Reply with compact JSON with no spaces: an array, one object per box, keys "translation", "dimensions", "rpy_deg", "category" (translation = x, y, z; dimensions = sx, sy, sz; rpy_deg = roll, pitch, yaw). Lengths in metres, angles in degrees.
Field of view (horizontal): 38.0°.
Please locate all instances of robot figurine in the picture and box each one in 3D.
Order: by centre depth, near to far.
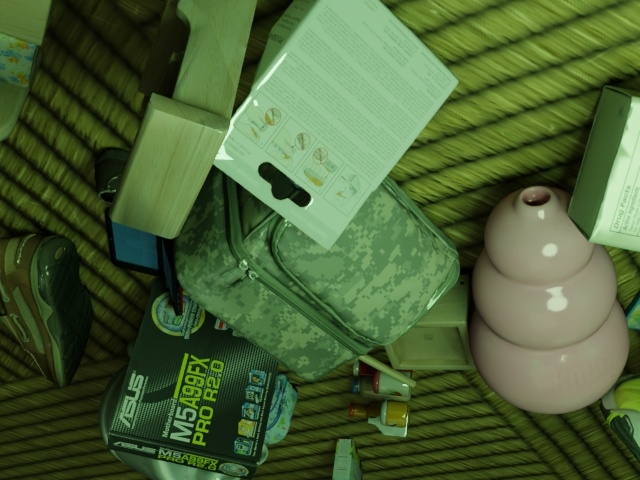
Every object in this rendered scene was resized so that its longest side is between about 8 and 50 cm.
[{"translation":[-0.236,0.298,1.532],"dimensions":[0.354,0.200,0.299],"rpy_deg":[6,115,52],"category":"robot figurine"}]

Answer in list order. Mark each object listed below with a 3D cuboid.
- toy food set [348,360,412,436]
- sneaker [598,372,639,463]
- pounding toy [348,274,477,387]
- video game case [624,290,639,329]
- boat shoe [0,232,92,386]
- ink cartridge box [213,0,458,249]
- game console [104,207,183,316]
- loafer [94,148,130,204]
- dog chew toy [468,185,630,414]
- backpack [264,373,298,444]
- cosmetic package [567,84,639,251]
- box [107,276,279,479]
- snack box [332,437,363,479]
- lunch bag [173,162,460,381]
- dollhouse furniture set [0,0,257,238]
[{"translation":[0.092,0.254,1.508],"dimensions":[0.105,0.111,0.232],"rpy_deg":[4,174,8],"category":"toy food set"},{"translation":[0.495,0.209,1.256],"dimensions":[0.147,0.145,0.385],"rpy_deg":[-44,164,28],"category":"sneaker"},{"translation":[0.128,0.133,1.370],"dimensions":[0.206,0.094,0.181],"rpy_deg":[-2,141,18],"category":"pounding toy"},{"translation":[0.522,0.100,1.301],"dimensions":[0.166,0.015,0.119],"rpy_deg":[10,143,0],"category":"video game case"},{"translation":[-0.438,0.103,1.454],"dimensions":[0.120,0.122,0.324],"rpy_deg":[12,135,6],"category":"boat shoe"},{"translation":[0.008,-0.136,0.962],"dimensions":[0.189,0.066,0.232],"rpy_deg":[37,94,-32],"category":"ink cartridge box"},{"translation":[-0.253,0.034,1.340],"dimensions":[0.085,0.124,0.144],"rpy_deg":[-12,146,-15],"category":"game console"},{"translation":[-0.209,-0.036,1.239],"dimensions":[0.220,0.078,0.080],"rpy_deg":[28,139,-22],"category":"loafer"},{"translation":[0.284,0.069,1.175],"dimensions":[0.207,0.206,0.331],"rpy_deg":[-2,134,15],"category":"dog chew toy"},{"translation":[-0.103,0.290,1.609],"dimensions":[0.105,0.114,0.084],"rpy_deg":[-10,138,26],"category":"backpack"},{"translation":[0.442,-0.054,0.987],"dimensions":[0.310,0.113,0.160],"rpy_deg":[13,107,-1],"category":"cosmetic package"},{"translation":[-0.175,0.201,1.383],"dimensions":[0.216,0.270,0.060],"rpy_deg":[15,142,-5],"category":"box"},{"translation":[0.054,0.461,1.808],"dimensions":[0.037,0.100,0.141],"rpy_deg":[0,142,13],"category":"snack box"},{"translation":[0.000,0.000,1.148],"dimensions":[0.256,0.212,0.305],"rpy_deg":[-31,129,20],"category":"lunch bag"},{"translation":[-0.272,-0.201,0.833],"dimensions":[0.394,0.256,0.362],"rpy_deg":[18,143,-14],"category":"dollhouse furniture set"}]
